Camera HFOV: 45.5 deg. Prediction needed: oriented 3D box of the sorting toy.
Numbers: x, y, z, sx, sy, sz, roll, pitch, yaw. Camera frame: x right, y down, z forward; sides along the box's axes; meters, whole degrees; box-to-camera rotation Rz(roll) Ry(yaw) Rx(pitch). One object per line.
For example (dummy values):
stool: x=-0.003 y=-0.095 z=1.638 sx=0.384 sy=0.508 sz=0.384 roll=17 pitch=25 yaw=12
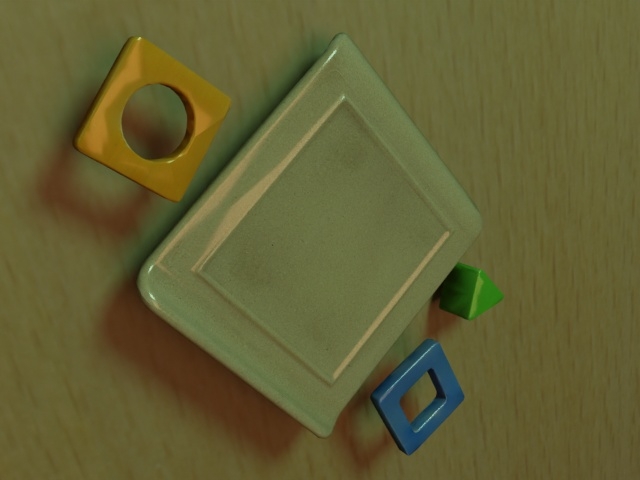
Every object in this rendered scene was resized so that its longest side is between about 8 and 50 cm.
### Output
sorting toy: x=0.000 y=0.000 z=0.478 sx=0.196 sy=0.047 sz=0.348 roll=-53 pitch=126 yaw=-12
